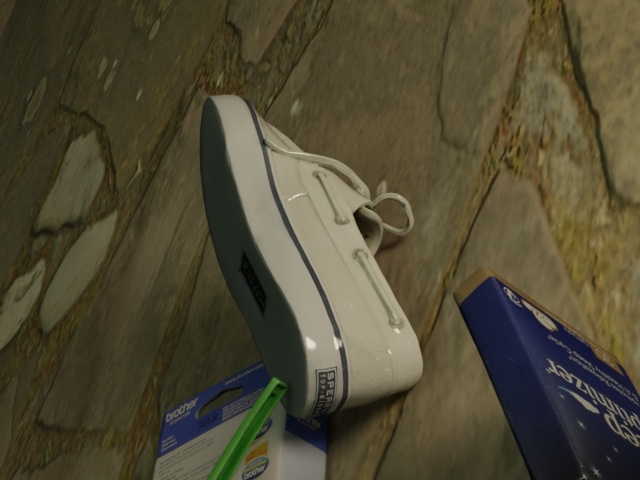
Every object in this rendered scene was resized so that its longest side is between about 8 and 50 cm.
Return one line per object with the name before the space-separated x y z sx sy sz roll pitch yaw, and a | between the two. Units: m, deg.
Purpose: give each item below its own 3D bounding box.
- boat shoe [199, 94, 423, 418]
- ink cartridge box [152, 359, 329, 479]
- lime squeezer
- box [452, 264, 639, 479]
boat shoe | 0.002 -0.006 1.080 0.367 0.157 0.135 -118 30 -46
ink cartridge box | -0.078 0.254 1.021 0.186 0.065 0.311 -33 40 35
lime squeezer | -0.095 0.252 0.920 0.110 0.059 0.310 -30 44 51
box | 0.160 0.119 0.713 0.036 0.136 0.225 -45 31 21
